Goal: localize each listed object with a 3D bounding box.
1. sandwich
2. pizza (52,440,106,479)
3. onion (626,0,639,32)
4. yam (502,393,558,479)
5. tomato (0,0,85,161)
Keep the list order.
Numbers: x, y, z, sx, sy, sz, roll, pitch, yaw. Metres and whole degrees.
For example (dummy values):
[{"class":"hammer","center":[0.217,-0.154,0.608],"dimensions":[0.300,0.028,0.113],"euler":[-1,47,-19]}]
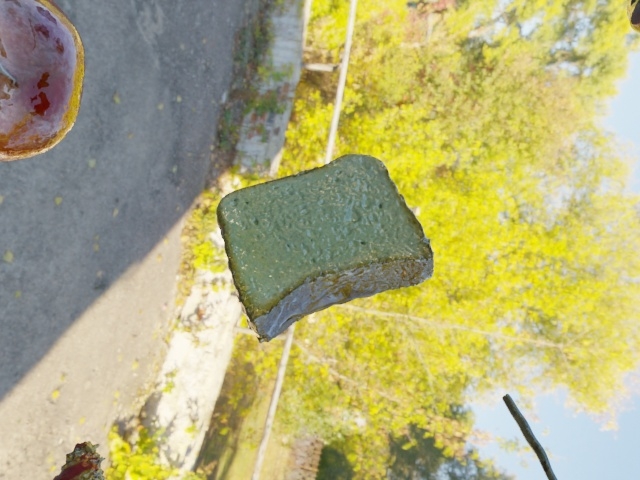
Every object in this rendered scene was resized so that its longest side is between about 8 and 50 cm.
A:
[{"class":"sandwich","center":[0.000,0.000,0.619],"dimensions":[0.065,0.215,0.186],"euler":[83,-12,-56]},{"class":"pizza","center":[-0.436,0.432,0.963],"dimensions":[0.199,0.188,0.062],"euler":[-108,176,-54]},{"class":"onion","center":[0.667,-0.461,0.927],"dimensions":[0.272,0.195,0.272],"euler":[-61,-173,12]},{"class":"yam","center":[0.465,0.443,1.194],"dimensions":[0.029,0.027,0.234],"euler":[100,-23,-45]},{"class":"tomato","center":[-0.383,-0.201,0.629],"dimensions":[0.188,0.232,0.232],"euler":[-103,-158,-74]}]
